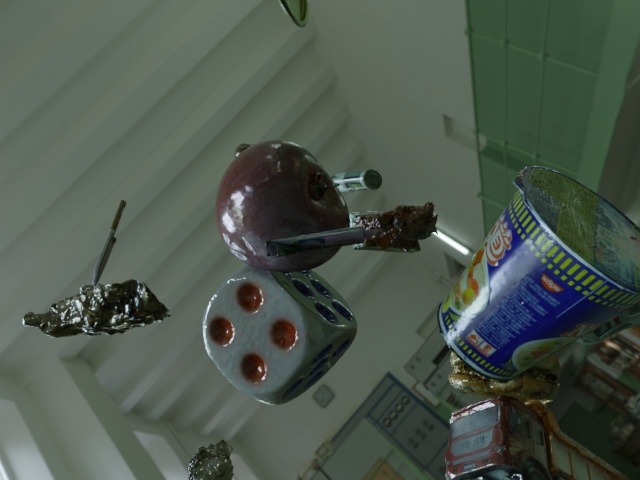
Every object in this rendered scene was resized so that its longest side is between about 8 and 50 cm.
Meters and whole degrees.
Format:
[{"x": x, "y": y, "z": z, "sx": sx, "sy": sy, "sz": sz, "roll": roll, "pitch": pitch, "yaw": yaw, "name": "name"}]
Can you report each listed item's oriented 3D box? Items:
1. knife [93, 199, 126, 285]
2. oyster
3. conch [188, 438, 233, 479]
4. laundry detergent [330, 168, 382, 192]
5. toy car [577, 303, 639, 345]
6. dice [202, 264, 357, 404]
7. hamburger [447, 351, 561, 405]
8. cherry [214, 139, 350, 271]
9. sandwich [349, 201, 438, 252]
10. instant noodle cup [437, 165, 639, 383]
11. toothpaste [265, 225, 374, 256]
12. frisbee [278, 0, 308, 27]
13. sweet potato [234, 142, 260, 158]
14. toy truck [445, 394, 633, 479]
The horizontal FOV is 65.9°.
[{"x": -0.517, "y": 0.002, "z": 1.220, "sx": 0.022, "sy": 0.256, "sz": 0.046, "roll": 10, "pitch": -40, "yaw": -10, "name": "knife"}, {"x": -0.545, "y": 0.202, "z": 1.270, "sx": 0.395, "sy": 0.111, "sz": 0.204, "roll": -12, "pitch": -35, "yaw": 19, "name": "oyster"}, {"x": -0.380, "y": 0.801, "z": 1.725, "sx": 0.178, "sy": 0.163, "sz": 0.245, "roll": -40, "pitch": -14, "yaw": -46, "name": "conch"}, {"x": 0.095, "y": -0.200, "z": 1.680, "sx": 0.099, "sy": 0.225, "sz": 0.070, "roll": -7, "pitch": -84, "yaw": -45, "name": "laundry detergent"}, {"x": 0.706, "y": 0.190, "z": 1.214, "sx": 0.204, "sy": 0.096, "sz": 0.056, "roll": -19, "pitch": -11, "yaw": -14, "name": "toy car"}, {"x": -0.090, "y": 0.201, "z": 1.133, "sx": 0.251, "sy": 0.259, "sz": 0.243, "roll": -50, "pitch": -20, "yaw": 13, "name": "dice"}, {"x": 0.508, "y": 0.368, "z": 1.371, "sx": 0.318, "sy": 0.318, "sz": 0.158, "roll": 47, "pitch": -133, "yaw": -57, "name": "hamburger"}, {"x": -0.084, "y": -0.055, "z": 0.954, "sx": 0.261, "sy": 0.307, "sz": 0.221, "roll": 51, "pitch": -132, "yaw": -18, "name": "cherry"}, {"x": 0.164, "y": -0.024, "z": 1.124, "sx": 0.184, "sy": 0.160, "sz": 0.109, "roll": -3, "pitch": -93, "yaw": -11, "name": "sandwich"}, {"x": 0.366, "y": 0.079, "z": 0.859, "sx": 0.284, "sy": 0.284, "sz": 0.312, "roll": -16, "pitch": -33, "yaw": -43, "name": "instant noodle cup"}, {"x": 0.000, "y": 0.000, "z": 0.759, "sx": 0.169, "sy": 0.028, "sz": 0.045, "roll": -8, "pitch": -27, "yaw": -7, "name": "toothpaste"}, {"x": -0.074, "y": -0.555, "z": 1.002, "sx": 0.236, "sy": 0.017, "sz": 0.236, "roll": -11, "pitch": -90, "yaw": -72, "name": "frisbee"}, {"x": -0.147, "y": -0.204, "z": 1.154, "sx": 0.182, "sy": 0.053, "sz": 0.054, "roll": -28, "pitch": -47, "yaw": -56, "name": "sweet potato"}, {"x": 0.279, "y": 0.293, "z": 0.599, "sx": 0.114, "sy": 0.270, "sz": 0.135, "roll": -43, "pitch": 18, "yaw": 39, "name": "toy truck"}]
